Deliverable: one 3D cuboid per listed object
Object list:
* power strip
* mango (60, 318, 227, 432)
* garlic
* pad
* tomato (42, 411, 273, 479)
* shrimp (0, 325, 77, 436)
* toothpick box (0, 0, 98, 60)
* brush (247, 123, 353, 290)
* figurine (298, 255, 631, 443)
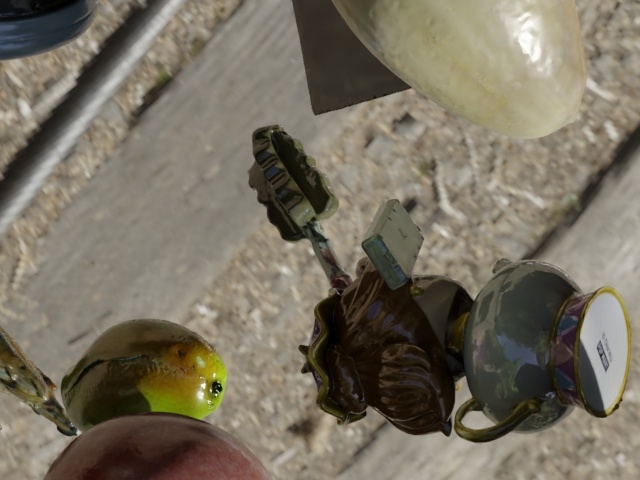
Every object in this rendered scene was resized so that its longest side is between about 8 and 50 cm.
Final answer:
[{"bbox_3d":[0.051,0.001,1.129,0.016,0.090,0.040,-30,102,21],"label":"power strip"},{"bbox_3d":[-0.199,0.147,1.737,0.111,0.233,0.125,-2,85,-48],"label":"mango"},{"bbox_3d":[0.095,-0.170,1.132,0.145,0.164,0.245,-39,91,5],"label":"garlic"},{"bbox_3d":[0.053,-0.217,1.574,0.009,0.265,0.159,-9,90,-34],"label":"pad"},{"bbox_3d":[-0.143,0.291,1.528,0.270,0.227,0.270,8,81,-64],"label":"tomato"},{"bbox_3d":[-0.395,0.152,1.884,0.145,0.254,0.059,-36,169,-49],"label":"shrimp"},{"bbox_3d":[-0.318,-0.365,1.453,0.263,0.263,0.354,-7,122,-23],"label":"toothpick box"},{"bbox_3d":[0.000,0.000,1.778,0.071,0.301,0.084,-13,143,-25],"label":"brush"},{"bbox_3d":[0.106,0.083,1.307,0.189,0.263,0.142,-54,134,-42],"label":"figurine"}]
